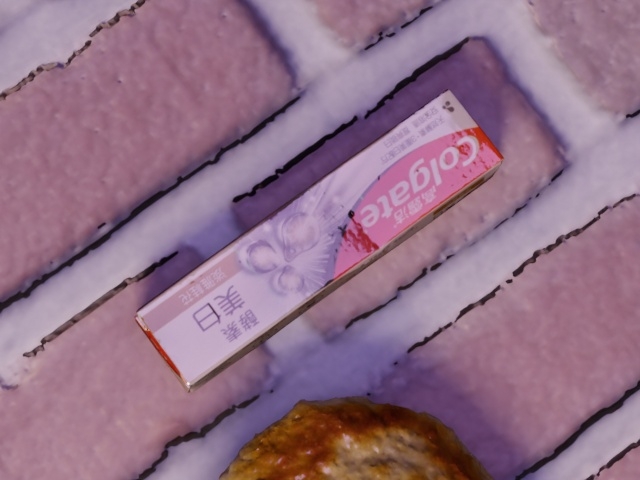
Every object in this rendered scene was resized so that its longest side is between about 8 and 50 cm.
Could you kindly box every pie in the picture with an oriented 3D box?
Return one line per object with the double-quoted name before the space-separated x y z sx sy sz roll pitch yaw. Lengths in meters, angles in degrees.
"pie" 0.018 0.181 1.034 0.179 0.084 0.205 38 66 10

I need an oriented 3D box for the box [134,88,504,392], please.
"box" 0.000 0.000 1.091 0.218 0.039 0.055 -35 85 -7
